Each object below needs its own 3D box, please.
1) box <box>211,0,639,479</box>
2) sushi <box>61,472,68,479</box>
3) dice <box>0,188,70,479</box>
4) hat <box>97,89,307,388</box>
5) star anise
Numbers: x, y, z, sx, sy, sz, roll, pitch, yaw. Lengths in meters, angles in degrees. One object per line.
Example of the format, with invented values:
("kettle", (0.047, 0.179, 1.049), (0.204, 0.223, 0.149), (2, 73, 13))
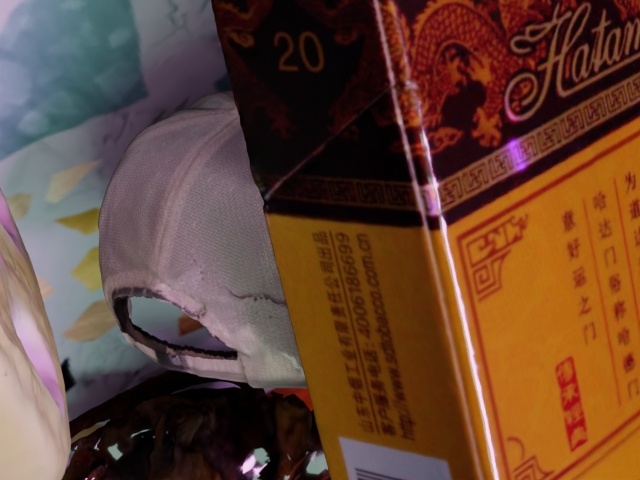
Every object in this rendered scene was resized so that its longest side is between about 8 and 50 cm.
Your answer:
("box", (0.114, 0.016, 0.779), (0.264, 0.116, 0.415), (-29, 113, -37))
("sushi", (-0.155, 0.271, 1.111), (0.139, 0.184, 0.274), (-37, 142, 17))
("dice", (-0.269, 0.030, 0.713), (0.252, 0.250, 0.254), (-21, 143, -3))
("hat", (0.004, 0.004, 0.893), (0.275, 0.232, 0.161), (13, 104, -52))
("star anise", (-0.053, 0.142, 1.052), (0.190, 0.126, 0.220), (5, 165, 27))
